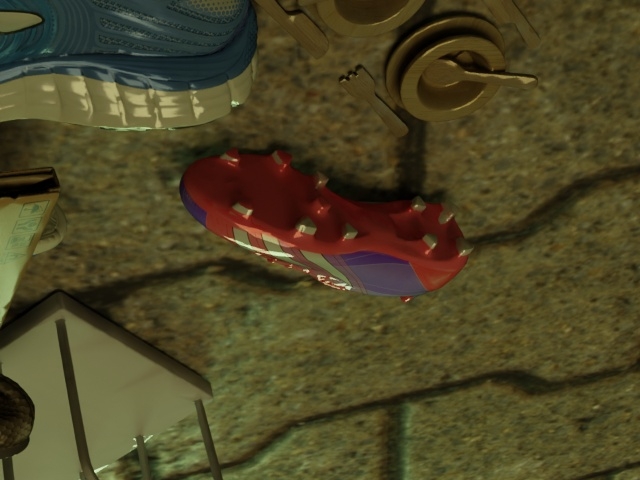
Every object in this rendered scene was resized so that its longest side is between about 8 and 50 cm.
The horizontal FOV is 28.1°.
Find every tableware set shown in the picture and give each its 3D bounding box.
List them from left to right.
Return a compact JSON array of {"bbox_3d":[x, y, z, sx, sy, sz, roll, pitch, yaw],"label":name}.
[{"bbox_3d":[0.061,-0.134,0.828,0.128,0.039,0.194,-33,139,16],"label":"tableware set"}]

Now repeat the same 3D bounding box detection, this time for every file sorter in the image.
[{"bbox_3d":[-0.235,0.211,1.003,0.278,0.173,0.193,-32,138,16],"label":"file sorter"}]

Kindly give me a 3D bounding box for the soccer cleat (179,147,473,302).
[{"bbox_3d":[0.000,0.000,0.931,0.248,0.083,0.095,10,137,-35],"label":"soccer cleat"}]

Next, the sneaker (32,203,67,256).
[{"bbox_3d":[-0.250,0.007,0.853,0.152,0.058,0.084,-9,153,-31],"label":"sneaker"}]

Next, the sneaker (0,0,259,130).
[{"bbox_3d":[-0.194,-0.138,0.677,0.330,0.130,0.147,-8,125,-19],"label":"sneaker"}]

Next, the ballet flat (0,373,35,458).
[{"bbox_3d":[-0.319,0.102,0.883,0.250,0.084,0.058,8,110,6],"label":"ballet flat"}]

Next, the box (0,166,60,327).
[{"bbox_3d":[-0.261,0.027,0.780,0.164,0.021,0.201,-10,154,-33],"label":"box"}]
